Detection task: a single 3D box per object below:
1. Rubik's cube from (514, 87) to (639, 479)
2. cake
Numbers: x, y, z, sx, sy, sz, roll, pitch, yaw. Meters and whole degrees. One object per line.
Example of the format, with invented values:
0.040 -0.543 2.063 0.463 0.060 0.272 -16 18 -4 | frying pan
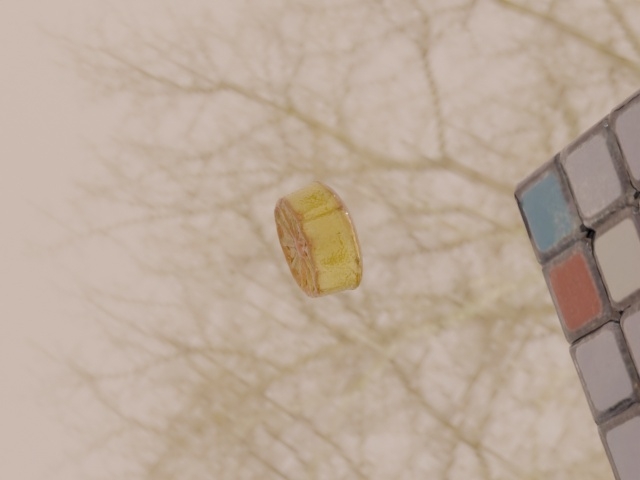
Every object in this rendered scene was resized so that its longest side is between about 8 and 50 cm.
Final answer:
0.339 0.024 1.202 0.287 0.292 0.293 -8 -21 -32 | Rubik's cube
0.000 0.000 1.420 0.044 0.084 0.084 -20 -56 -13 | cake
